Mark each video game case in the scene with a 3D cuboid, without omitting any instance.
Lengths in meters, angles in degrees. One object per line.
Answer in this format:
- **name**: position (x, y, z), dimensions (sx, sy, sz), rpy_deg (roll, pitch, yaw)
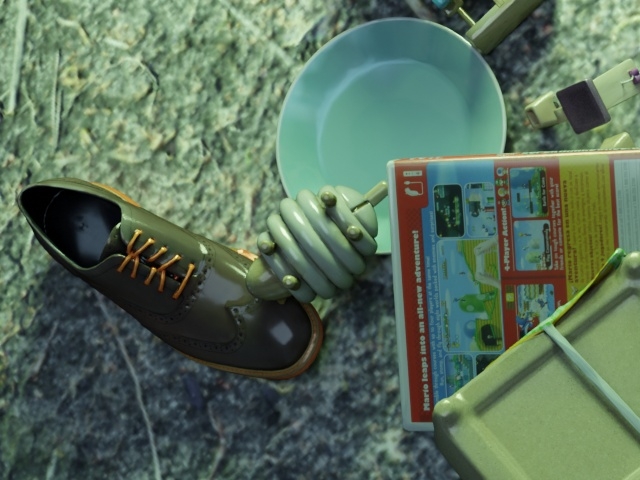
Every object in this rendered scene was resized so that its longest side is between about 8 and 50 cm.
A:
- **video game case**: position (0.190, 0.037, 1.417), dimensions (0.285, 0.025, 0.204), rpy_deg (-2, 96, 21)

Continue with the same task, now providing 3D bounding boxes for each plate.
- **plate**: position (0.056, -0.079, 1.523), dimensions (0.188, 0.024, 0.188), rpy_deg (-5, 77, 21)

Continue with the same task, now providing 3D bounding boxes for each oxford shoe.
- **oxford shoe**: position (-0.124, 0.030, 1.531), dimensions (0.271, 0.098, 0.097), rpy_deg (25, 90, 24)

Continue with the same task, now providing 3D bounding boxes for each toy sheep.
- **toy sheep**: position (0.000, 0.000, 1.470), dimensions (0.132, 0.091, 0.091), rpy_deg (-34, 70, 4)

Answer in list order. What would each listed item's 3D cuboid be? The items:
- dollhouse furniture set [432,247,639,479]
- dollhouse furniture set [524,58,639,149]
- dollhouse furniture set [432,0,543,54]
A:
- **dollhouse furniture set**: position (0.240, 0.189, 1.356), dimensions (0.197, 0.151, 0.301), rpy_deg (-37, 61, -5)
- **dollhouse furniture set**: position (0.226, -0.075, 1.464), dimensions (0.081, 0.091, 0.114), rpy_deg (-29, 93, -28)
- **dollhouse furniture set**: position (0.096, -0.262, 1.485), dimensions (0.129, 0.129, 0.183), rpy_deg (-44, 67, 8)
